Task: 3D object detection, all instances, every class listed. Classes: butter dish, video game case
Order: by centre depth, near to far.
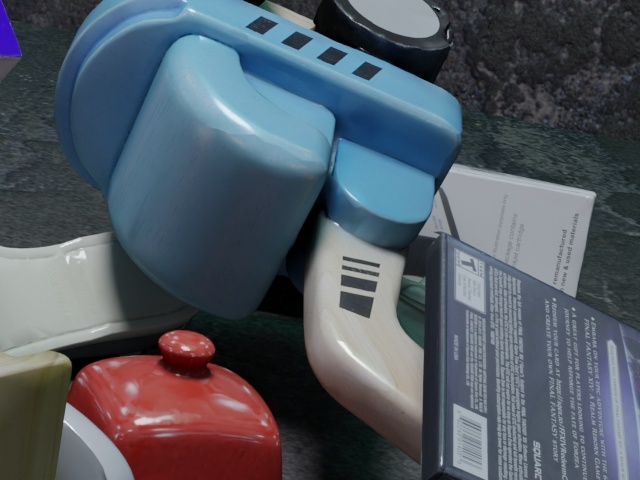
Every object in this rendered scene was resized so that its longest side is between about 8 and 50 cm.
[{"bbox_3d":[-0.090,0.113,1.054,0.160,0.118,0.160,5,14,-23],"label":"butter dish"},{"bbox_3d":[0.183,0.122,1.073,0.274,0.026,0.196,26,40,-19],"label":"video game case"}]

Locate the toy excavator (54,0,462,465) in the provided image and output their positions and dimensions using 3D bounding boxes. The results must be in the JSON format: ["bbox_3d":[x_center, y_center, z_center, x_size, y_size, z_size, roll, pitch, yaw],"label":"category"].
[{"bbox_3d":[0.000,0.000,1.222,0.433,0.222,0.445,23,35,-9],"label":"toy excavator"}]

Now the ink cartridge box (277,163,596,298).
[{"bbox_3d":[0.080,-0.015,1.616,0.308,0.129,0.223,11,4,-2],"label":"ink cartridge box"}]

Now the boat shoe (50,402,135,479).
[{"bbox_3d":[-0.208,0.112,1.005,0.301,0.108,0.102,9,9,35],"label":"boat shoe"}]

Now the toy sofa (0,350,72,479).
[{"bbox_3d":[-0.324,0.087,0.906,0.363,0.150,0.177,19,15,30],"label":"toy sofa"}]

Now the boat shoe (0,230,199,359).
[{"bbox_3d":[-0.243,0.056,1.279,0.319,0.116,0.099,-4,-24,-29],"label":"boat shoe"}]

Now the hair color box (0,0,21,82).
[{"bbox_3d":[-0.369,-0.071,1.158,0.185,0.339,0.110,-2,60,-45],"label":"hair color box"}]

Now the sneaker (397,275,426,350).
[{"bbox_3d":[0.141,0.066,1.429,0.232,0.115,0.090,0,18,-38],"label":"sneaker"}]
